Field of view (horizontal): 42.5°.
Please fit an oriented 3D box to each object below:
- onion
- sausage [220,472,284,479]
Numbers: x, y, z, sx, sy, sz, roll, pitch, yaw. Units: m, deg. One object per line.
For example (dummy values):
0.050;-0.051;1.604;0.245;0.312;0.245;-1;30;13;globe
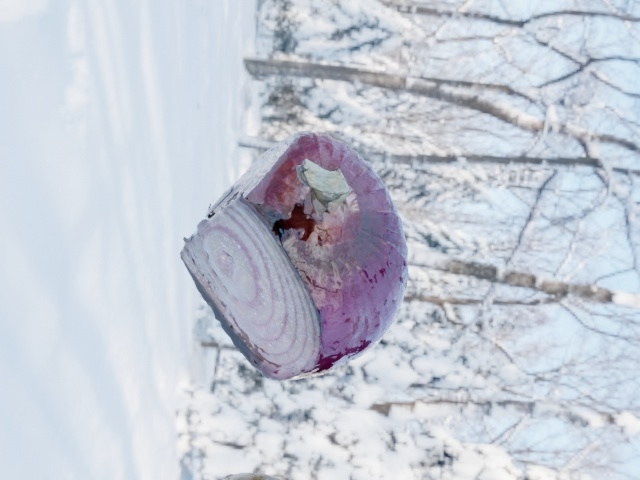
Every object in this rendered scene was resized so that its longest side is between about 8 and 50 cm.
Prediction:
-0.008;0.010;0.927;0.272;0.230;0.256;-2;-69;44;onion
0.066;0.469;1.139;0.123;0.500;0.136;-54;-174;21;sausage
